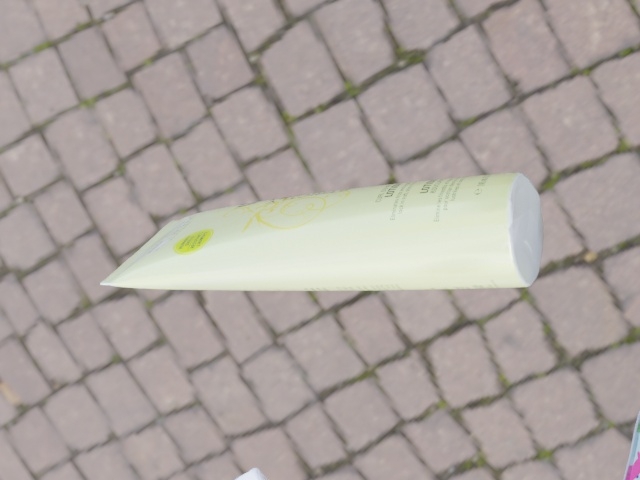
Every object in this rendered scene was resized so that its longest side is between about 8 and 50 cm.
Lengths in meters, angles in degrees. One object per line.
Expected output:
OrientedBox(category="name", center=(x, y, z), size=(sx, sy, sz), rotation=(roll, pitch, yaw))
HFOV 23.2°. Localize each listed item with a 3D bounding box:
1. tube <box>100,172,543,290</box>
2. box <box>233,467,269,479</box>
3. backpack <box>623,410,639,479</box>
OrientedBox(category="tube", center=(0.000, 0.000, 0.861), size=(0.240, 0.070, 0.062), rotation=(-3, 71, 25))
OrientedBox(category="box", center=(-0.020, 0.202, 0.535), size=(0.114, 0.203, 0.103), rotation=(-29, 136, 6))
OrientedBox(category="backpack", center=(0.279, 0.109, 0.748), size=(0.253, 0.225, 0.191), rotation=(-8, 136, 38))
